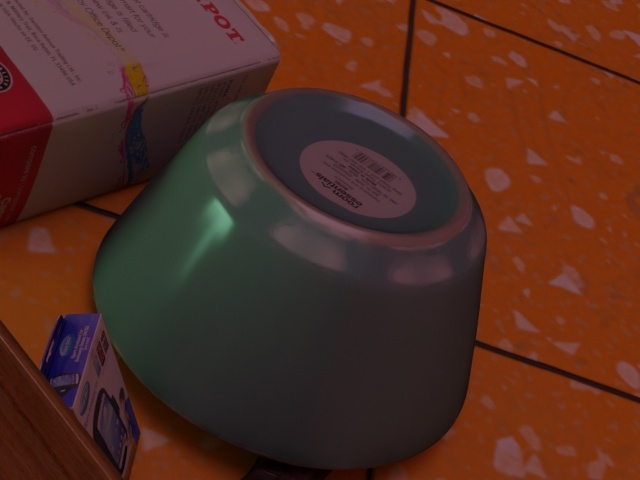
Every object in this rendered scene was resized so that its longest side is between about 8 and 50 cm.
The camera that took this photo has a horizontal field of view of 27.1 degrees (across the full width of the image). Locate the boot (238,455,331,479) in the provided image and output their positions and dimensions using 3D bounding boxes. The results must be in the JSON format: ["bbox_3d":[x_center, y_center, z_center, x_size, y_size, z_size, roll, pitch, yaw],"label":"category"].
[{"bbox_3d":[-0.007,0.180,0.929,0.106,0.037,0.114,35,37,7],"label":"boot"}]

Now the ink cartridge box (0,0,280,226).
[{"bbox_3d":[-0.221,-0.150,1.071,0.306,0.131,0.226,-20,62,-43],"label":"ink cartridge box"}]

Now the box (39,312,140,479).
[{"bbox_3d":[-0.147,0.111,0.847,0.028,0.136,0.081,0,42,7],"label":"box"}]

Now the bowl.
[{"bbox_3d":[0.000,0.000,0.996,0.311,0.163,0.311,16,35,-12],"label":"bowl"}]

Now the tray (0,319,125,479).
[{"bbox_3d":[-0.136,0.201,0.661,0.411,0.076,0.203,51,16,1],"label":"tray"}]
